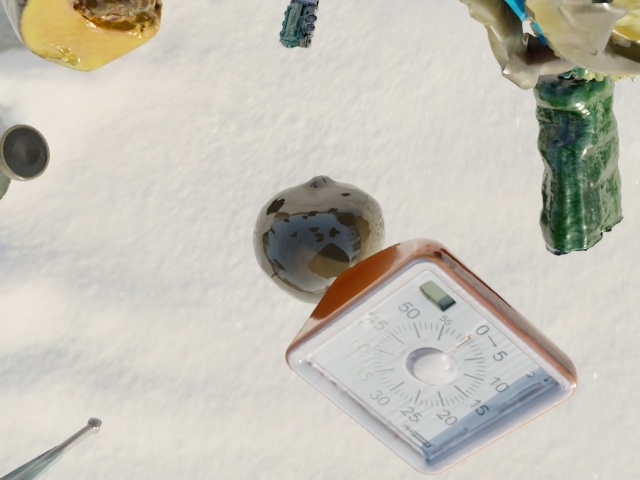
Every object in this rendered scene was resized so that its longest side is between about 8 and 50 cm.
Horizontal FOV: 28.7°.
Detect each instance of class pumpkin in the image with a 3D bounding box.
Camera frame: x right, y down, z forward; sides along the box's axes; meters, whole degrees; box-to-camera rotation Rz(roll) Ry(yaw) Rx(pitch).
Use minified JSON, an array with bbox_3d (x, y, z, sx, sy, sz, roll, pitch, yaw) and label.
[{"bbox_3d":[-0.359,-0.417,1.871,0.256,0.303,0.225,-9,66,5],"label":"pumpkin"}]

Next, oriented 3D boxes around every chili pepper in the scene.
[{"bbox_3d":[0.326,-0.128,1.597,0.136,0.099,0.270,-23,117,-18],"label":"chili pepper"}]

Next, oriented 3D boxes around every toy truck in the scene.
[{"bbox_3d":[-0.025,-0.278,1.559,0.044,0.039,0.083,13,65,-4],"label":"toy truck"}]

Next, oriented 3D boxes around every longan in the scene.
[{"bbox_3d":[0.000,0.000,1.721,0.189,0.189,0.189,2,107,8],"label":"longan"}]

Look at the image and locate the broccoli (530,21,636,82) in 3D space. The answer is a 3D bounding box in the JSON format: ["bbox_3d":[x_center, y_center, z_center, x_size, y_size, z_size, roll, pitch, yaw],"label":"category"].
[{"bbox_3d":[0.298,-0.225,1.141,0.194,0.219,0.194,-1,127,-1],"label":"broccoli"}]

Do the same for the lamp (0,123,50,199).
[{"bbox_3d":[-0.443,-0.102,1.628,0.215,0.121,0.121,-9,108,45],"label":"lamp"}]

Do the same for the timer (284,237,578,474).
[{"bbox_3d":[0.139,0.122,1.469,0.257,0.161,0.250,41,141,-16],"label":"timer"}]

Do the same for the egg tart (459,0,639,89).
[{"bbox_3d":[0.156,-0.155,0.395,0.107,0.291,0.290,44,112,32],"label":"egg tart"}]

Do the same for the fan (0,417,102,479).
[{"bbox_3d":[-0.431,0.338,1.868,0.057,0.282,0.023,22,125,25],"label":"fan"}]
